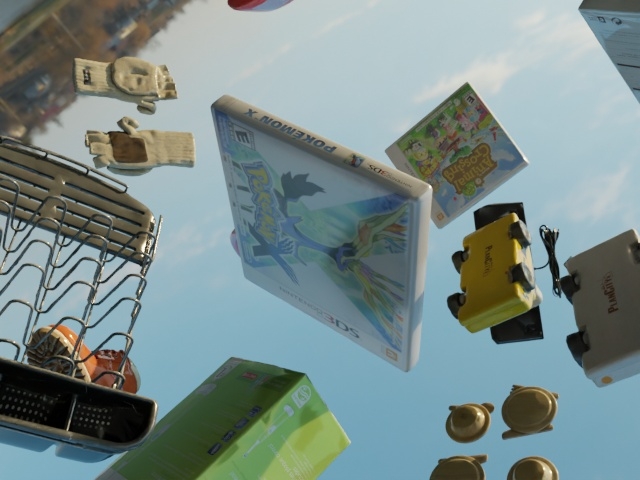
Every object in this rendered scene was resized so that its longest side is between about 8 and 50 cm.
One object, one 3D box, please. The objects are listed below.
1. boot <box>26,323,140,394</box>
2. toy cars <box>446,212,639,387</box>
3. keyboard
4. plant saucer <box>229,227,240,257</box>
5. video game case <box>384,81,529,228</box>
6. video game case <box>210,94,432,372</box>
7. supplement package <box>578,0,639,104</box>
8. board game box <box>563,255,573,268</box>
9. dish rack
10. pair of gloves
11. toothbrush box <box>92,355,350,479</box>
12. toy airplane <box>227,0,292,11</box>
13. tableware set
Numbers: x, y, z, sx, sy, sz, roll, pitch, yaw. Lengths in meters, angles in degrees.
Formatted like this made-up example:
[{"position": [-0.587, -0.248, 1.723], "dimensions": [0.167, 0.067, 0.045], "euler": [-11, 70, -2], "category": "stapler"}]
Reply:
[{"position": [-0.227, 0.125, 0.726], "dimensions": [0.059, 0.157, 0.084], "euler": [-1, -140, 19], "category": "boot"}, {"position": [0.263, 0.066, 0.818], "dimensions": [0.176, 0.087, 0.394], "euler": [-44, -160, -11], "category": "toy cars"}, {"position": [0.455, 0.068, 1.672], "dimensions": [0.202, 0.317, 0.033], "euler": [-4, 172, -10], "category": "keyboard"}, {"position": [-0.039, 0.048, 1.617], "dimensions": [0.332, 0.332, 0.084], "euler": [2, -124, 55], "category": "plant saucer"}, {"position": [0.253, -0.158, 1.406], "dimensions": [0.212, 0.193, 0.023], "euler": [-39, 167, 26], "category": "video game case"}, {"position": [0.000, 0.000, 0.953], "dimensions": [0.300, 0.329, 0.036], "euler": [28, -126, 27], "category": "video game case"}, {"position": [0.312, -0.170, 0.603], "dimensions": [0.105, 0.179, 0.105], "euler": [27, -95, 50], "category": "supplement package"}, {"position": [0.620, 0.131, 1.513], "dimensions": [0.030, 0.260, 0.136], "euler": [-52, -160, 21], "category": "board game box"}, {"position": [-0.217, 0.023, 0.556], "dimensions": [0.074, 0.208, 0.271], "euler": [-46, -149, 39], "category": "dish rack"}, {"position": [-0.354, -0.234, 1.405], "dimensions": [0.204, 0.240, 0.042], "euler": [-10, 166, -29], "category": "pair of gloves"}, {"position": [-0.138, 0.287, 0.927], "dimensions": [0.283, 0.122, 0.206], "euler": [-39, -161, -29], "category": "toothbrush box"}, {"position": [0.012, -0.499, 0.969], "dimensions": [0.386, 0.384, 0.272], "euler": [-37, -113, -8], "category": "toy airplane"}, {"position": [0.196, 0.232, 0.832], "dimensions": [0.141, 0.020, 0.168], "euler": [-11, -142, 28], "category": "tableware set"}]
